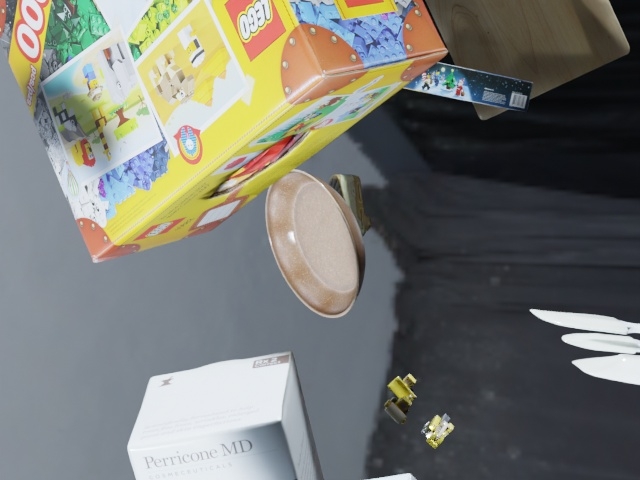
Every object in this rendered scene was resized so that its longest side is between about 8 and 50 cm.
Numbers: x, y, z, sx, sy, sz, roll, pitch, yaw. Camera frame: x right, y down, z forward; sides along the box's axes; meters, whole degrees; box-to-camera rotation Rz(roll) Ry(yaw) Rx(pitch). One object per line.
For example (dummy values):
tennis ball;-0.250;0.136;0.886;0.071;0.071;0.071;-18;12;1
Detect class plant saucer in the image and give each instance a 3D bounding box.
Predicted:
plant saucer;0.000;0.000;1.792;0.036;0.198;0.198;-21;110;-32

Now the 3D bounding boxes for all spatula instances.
spatula;0.326;0.102;1.267;0.168;0.242;0.019;-128;-134;-74

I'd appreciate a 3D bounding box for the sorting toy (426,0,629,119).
sorting toy;0.320;-0.359;2.239;0.257;0.255;0.089;65;8;-1

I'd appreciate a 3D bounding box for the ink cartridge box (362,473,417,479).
ink cartridge box;0.056;0.365;1.728;0.189;0.232;0.066;48;37;-38

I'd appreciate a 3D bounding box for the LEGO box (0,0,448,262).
LEGO box;-0.143;-0.247;1.594;0.193;0.500;0.372;-17;79;-41

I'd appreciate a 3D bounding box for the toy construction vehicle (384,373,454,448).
toy construction vehicle;0.110;0.186;1.551;0.086;0.035;0.098;47;15;4

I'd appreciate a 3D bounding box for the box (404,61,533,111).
box;0.150;-0.224;1.928;0.233;0.159;0.044;7;99;-29

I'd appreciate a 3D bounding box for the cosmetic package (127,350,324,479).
cosmetic package;-0.083;0.229;1.366;0.151;0.151;0.184;-85;162;-69

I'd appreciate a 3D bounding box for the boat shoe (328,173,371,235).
boat shoe;0.047;-0.026;1.937;0.045;0.050;0.135;-9;91;-28
